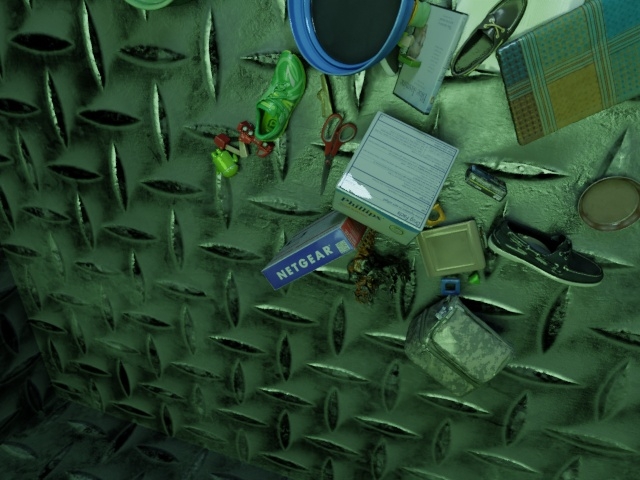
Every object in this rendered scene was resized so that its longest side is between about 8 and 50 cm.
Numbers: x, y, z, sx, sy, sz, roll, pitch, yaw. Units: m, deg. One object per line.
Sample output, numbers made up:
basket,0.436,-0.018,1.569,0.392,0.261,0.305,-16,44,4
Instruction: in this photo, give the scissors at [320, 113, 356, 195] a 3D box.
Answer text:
scissors,0.019,-0.282,1.405,0.108,0.021,0.297,17,127,-18

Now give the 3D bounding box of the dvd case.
dvd case,0.286,-0.492,1.137,0.022,0.180,0.253,-1,125,-26

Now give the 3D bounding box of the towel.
towel,0.634,-0.425,1.019,0.369,0.040,0.272,-24,118,11

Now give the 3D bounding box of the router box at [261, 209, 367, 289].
router box,0.000,0.000,1.406,0.335,0.301,0.082,-29,103,30

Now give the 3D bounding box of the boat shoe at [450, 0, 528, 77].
boat shoe,0.409,-0.495,1.025,0.081,0.069,0.228,40,123,-2

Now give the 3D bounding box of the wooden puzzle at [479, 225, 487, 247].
wooden puzzle,0.524,-0.011,1.352,0.006,0.049,0.083,-15,110,11

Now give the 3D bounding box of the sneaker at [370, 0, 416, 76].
sneaker,0.216,-0.604,1.128,0.146,0.104,0.296,-2,111,27

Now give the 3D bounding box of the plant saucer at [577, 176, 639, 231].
plant saucer,0.830,-0.106,1.202,0.168,0.029,0.169,8,118,16

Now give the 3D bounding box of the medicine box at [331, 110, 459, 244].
medicine box,0.213,-0.180,1.230,0.263,0.290,0.149,28,164,5

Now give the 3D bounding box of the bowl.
bowl,0.074,-0.639,1.102,0.390,0.077,0.392,18,117,39

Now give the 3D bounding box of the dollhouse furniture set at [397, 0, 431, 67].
dollhouse furniture set,0.253,-0.543,1.104,0.059,0.076,0.152,48,135,38

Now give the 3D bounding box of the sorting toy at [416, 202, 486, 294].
sorting toy,0.436,0.026,1.408,0.195,0.047,0.348,-14,112,20

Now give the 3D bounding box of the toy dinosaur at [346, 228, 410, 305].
toy dinosaur,0.184,0.103,1.490,0.218,0.164,0.322,17,144,30

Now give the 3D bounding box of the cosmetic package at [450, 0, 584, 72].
cosmetic package,0.489,-0.614,1.028,0.284,0.097,0.378,14,120,11

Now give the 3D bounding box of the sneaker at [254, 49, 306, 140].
sneaker,-0.132,-0.443,1.332,0.109,0.123,0.296,27,121,6

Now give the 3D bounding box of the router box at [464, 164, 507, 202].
router box,0.494,-0.173,1.256,0.122,0.092,0.038,30,122,3

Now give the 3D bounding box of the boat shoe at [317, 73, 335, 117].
boat shoe,0.012,-0.451,1.317,0.045,0.050,0.136,-4,114,16

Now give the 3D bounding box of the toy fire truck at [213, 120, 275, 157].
toy fire truck,-0.267,-0.342,1.480,0.192,0.047,0.135,38,123,-2

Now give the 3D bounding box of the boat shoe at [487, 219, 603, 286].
boat shoe,0.691,0.027,1.266,0.339,0.127,0.113,26,134,17

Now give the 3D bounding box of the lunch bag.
lunch bag,0.478,0.353,1.462,0.305,0.213,0.256,40,122,-1

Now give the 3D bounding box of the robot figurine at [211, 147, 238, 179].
robot figurine,-0.346,-0.280,1.529,0.101,0.067,0.115,-32,102,18

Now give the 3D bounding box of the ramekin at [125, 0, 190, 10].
ramekin,-0.484,-0.849,1.239,0.303,0.148,0.304,9,119,16
